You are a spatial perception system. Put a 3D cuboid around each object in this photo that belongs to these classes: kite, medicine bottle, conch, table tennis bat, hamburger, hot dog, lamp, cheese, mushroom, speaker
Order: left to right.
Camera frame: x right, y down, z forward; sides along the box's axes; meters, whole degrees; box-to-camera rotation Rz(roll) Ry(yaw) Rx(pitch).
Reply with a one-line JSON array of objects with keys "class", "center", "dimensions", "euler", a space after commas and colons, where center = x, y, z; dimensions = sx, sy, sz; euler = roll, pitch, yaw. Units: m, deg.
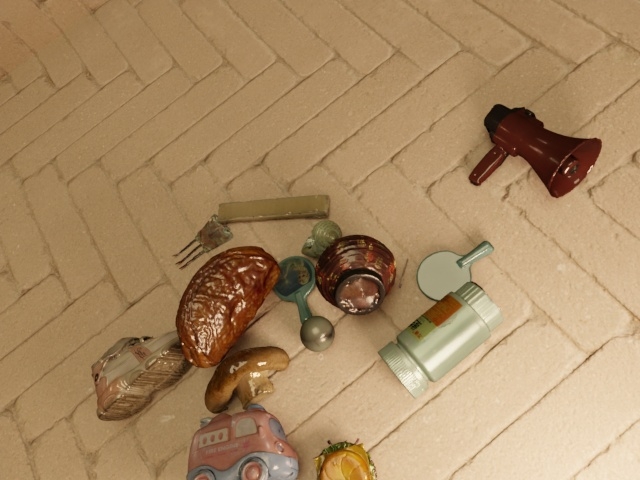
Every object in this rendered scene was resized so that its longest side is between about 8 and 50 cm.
[{"class": "kite", "center": [-0.416, 0.006, 1.707], "dimensions": [0.229, 0.016, 0.127], "euler": [-36, 60, -5]}, {"class": "hot dog", "center": [-0.281, 0.186, 1.442], "dimensions": [0.174, 0.267, 0.387], "euler": [24, 64, 22]}, {"class": "mushroom", "center": [-0.233, 0.391, 1.412], "dimensions": [0.286, 0.151, 0.156], "euler": [-35, 61, -1]}, {"class": "cheese", "center": [-0.165, -0.107, 1.669], "dimensions": [0.400, 0.034, 0.085], "euler": [-2, 63, 14]}, {"class": "table tennis bat", "center": [-0.073, 0.154, 1.534], "dimensions": [0.149, 0.038, 0.237], "euler": [-22, 61, 6]}, {"class": "lamp", "center": [-0.008, 0.271, 1.426], "dimensions": [0.105, 0.105, 0.105], "euler": [-6, 66, 13]}, {"class": "conch", "center": [0.005, 0.004, 1.530], "dimensions": [0.102, 0.153, 0.135], "euler": [42, 72, 1]}, {"class": "hamburger", "center": [0.070, 0.614, 1.264], "dimensions": [0.164, 0.093, 0.189], "euler": [-10, 64, 14]}, {"class": "lamp", "center": [0.101, 0.092, 1.411], "dimensions": [0.247, 0.247, 0.247], "euler": [-6, 66, 13]}, {"class": "medicine bottle", "center": [0.322, 0.260, 1.308], "dimensions": [0.318, 0.158, 0.158], "euler": [-38, 63, -2]}, {"class": "table tennis bat", "center": [0.396, 0.079, 1.433], "dimensions": [0.244, 0.040, 0.153], "euler": [-34, 64, 4]}, {"class": "speaker", "center": [0.618, -0.252, 1.482], "dimensions": [0.329, 0.198, 0.259], "euler": [43, 123, 41]}]

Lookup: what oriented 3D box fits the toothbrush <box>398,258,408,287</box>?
[{"class": "toothbrush", "center": [0.251, 0.100, 1.480], "dimensions": [0.008, 0.006, 0.097], "euler": [14, 72, 19]}]

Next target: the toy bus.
[{"class": "toy bus", "center": [-0.212, 0.568, 1.317], "dimensions": [0.294, 0.197, 0.231], "euler": [-19, 53, 9]}]

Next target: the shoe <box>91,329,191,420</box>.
[{"class": "shoe", "center": [-0.559, 0.371, 1.502], "dimensions": [0.351, 0.172, 0.198], "euler": [-39, 60, -5]}]
